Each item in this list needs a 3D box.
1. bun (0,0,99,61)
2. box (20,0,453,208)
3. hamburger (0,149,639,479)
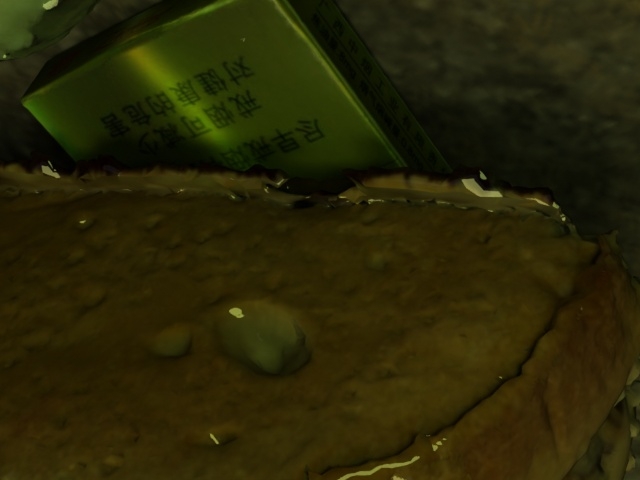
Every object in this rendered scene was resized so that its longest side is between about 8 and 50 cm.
[{"bbox_3d":[-0.154,-0.174,0.570,0.195,0.118,0.195,11,129,14],"label":"bun"},{"bbox_3d":[0.000,0.000,0.733,0.173,0.043,0.311,-19,123,35],"label":"box"},{"bbox_3d":[-0.076,0.137,0.666,0.445,0.287,0.268,4,136,22],"label":"hamburger"}]
